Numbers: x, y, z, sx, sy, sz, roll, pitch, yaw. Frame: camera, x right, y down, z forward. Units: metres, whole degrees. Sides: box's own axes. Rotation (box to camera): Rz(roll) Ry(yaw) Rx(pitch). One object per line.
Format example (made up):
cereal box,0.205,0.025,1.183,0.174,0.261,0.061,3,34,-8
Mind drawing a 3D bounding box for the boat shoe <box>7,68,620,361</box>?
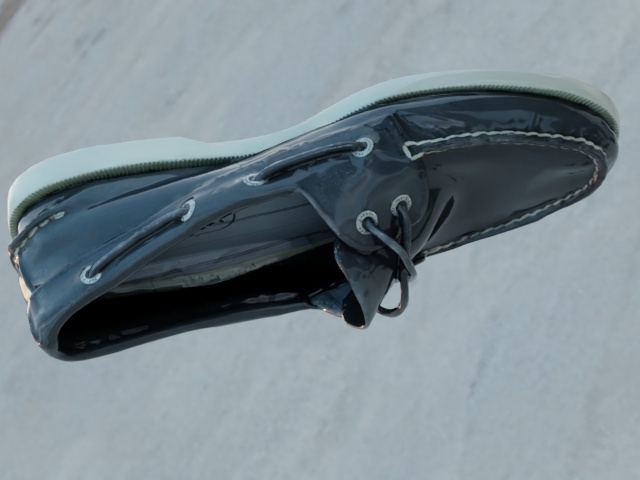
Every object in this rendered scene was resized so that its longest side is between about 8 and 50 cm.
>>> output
boat shoe,-0.001,-0.002,0.732,0.340,0.127,0.113,-7,53,-1
